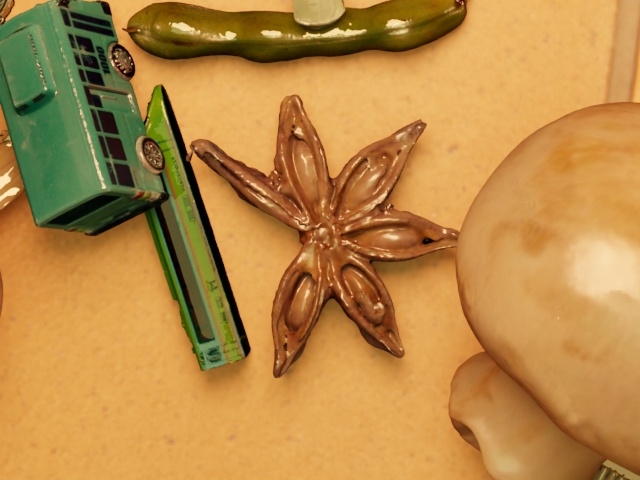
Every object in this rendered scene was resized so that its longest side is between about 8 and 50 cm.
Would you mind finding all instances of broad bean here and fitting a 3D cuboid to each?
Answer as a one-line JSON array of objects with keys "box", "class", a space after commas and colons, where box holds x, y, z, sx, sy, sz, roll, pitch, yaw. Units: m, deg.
[{"box": [-0.015, -0.156, 1.436, 0.256, 0.052, 0.053, -5, 81, 0], "class": "broad bean"}]

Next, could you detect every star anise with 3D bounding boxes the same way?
[{"box": [0.015, -0.009, 1.445, 0.171, 0.063, 0.208, -22, 90, -1], "class": "star anise"}]

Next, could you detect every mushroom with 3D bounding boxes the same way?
[{"box": [0.222, 0.063, 1.358, 0.297, 0.297, 0.290, 28, 128, -1], "class": "mushroom"}]

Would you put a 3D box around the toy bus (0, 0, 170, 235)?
[{"box": [-0.177, -0.092, 1.402, 0.079, 0.092, 0.160, -24, 74, 27], "class": "toy bus"}]

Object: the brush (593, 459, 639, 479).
[{"box": [0.273, 0.097, 1.468, 0.090, 0.017, 0.314, 29, 94, -1], "class": "brush"}]

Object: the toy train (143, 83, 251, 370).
[{"box": [-0.104, -0.009, 1.452, 0.042, 0.044, 0.209, -18, 93, 4], "class": "toy train"}]

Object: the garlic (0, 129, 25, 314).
[{"box": [-0.293, -0.020, 1.406, 0.253, 0.245, 0.245, -34, 94, -35], "class": "garlic"}]

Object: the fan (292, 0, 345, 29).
[{"box": [-0.018, -0.244, 1.422, 0.038, 0.016, 0.193, -11, 78, -6], "class": "fan"}]

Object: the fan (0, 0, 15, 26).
[{"box": [-0.320, -0.223, 1.459, 0.226, 0.008, 0.152, 37, 95, -3], "class": "fan"}]
